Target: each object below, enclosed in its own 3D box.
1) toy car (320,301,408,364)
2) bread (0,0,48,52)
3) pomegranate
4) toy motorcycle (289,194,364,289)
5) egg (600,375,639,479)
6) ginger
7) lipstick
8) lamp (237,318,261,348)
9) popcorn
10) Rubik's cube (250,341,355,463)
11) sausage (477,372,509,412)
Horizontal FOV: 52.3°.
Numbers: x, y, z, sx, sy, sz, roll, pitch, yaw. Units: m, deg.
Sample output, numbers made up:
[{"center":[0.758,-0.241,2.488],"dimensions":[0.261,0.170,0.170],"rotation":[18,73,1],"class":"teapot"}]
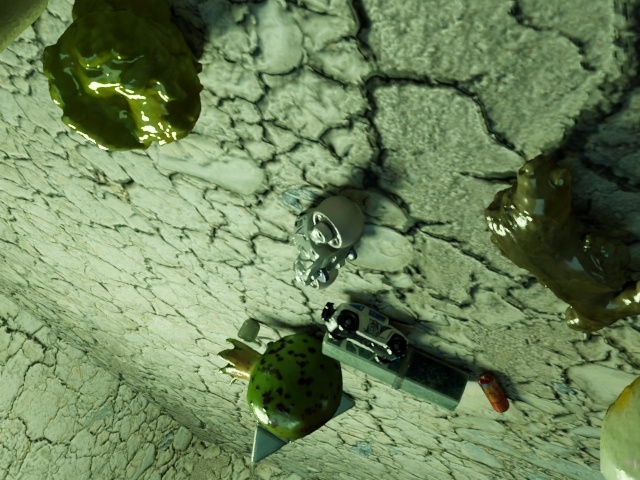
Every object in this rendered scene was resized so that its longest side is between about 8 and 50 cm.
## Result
[{"center":[0.082,0.166,1.216],"dimensions":[0.170,0.070,0.080],"rotation":[27,153,-4],"class":"toy car"},{"center":[-0.433,-0.299,0.792],"dimensions":[0.134,0.141,0.148],"rotation":[6,145,41],"class":"bread"},{"center":[-0.091,0.325,1.441],"dimensions":[0.285,0.231,0.231],"rotation":[-4,146,9],"class":"pomegranate"},{"center":[0.000,0.000,0.991],"dimensions":[0.112,0.112,0.254],"rotation":[26,154,2],"class":"toy motorcycle"},{"center":[0.520,0.241,0.811],"dimensions":[0.337,0.201,0.337],"rotation":[2,164,0],"class":"egg"},{"center":[0.296,0.025,0.768],"dimensions":[0.333,0.080,0.166],"rotation":[47,159,-29],"class":"ginger"},{"center":[0.142,0.242,1.287],"dimensions":[0.289,0.077,0.076],"rotation":[22,153,11],"class":"lipstick"},{"center":[-0.178,0.249,1.622],"dimensions":[0.050,0.056,0.198],"rotation":[21,156,5],"class":"lamp"},{"center":[-0.229,-0.200,0.780],"dimensions":[0.197,0.156,0.198],"rotation":[5,139,5],"class":"popcorn"},{"center":[-0.095,0.411,1.723],"dimensions":[0.233,0.228,0.229],"rotation":[-40,69,24],"class":"Rubik's cube"},{"center":[0.330,0.289,1.250],"dimensions":[0.034,0.034,0.129],"rotation":[5,146,36],"class":"sausage"}]
